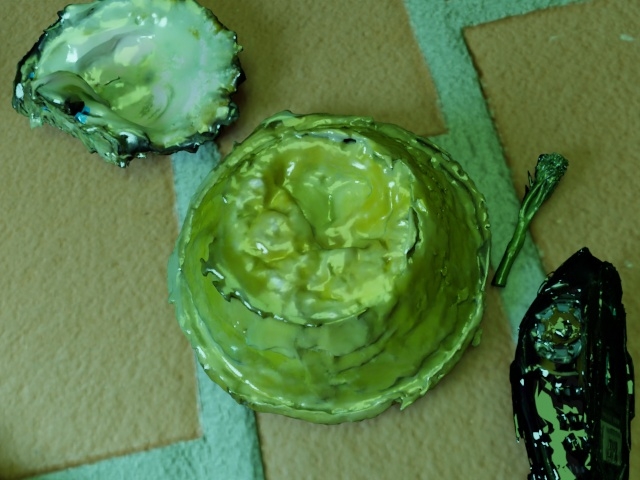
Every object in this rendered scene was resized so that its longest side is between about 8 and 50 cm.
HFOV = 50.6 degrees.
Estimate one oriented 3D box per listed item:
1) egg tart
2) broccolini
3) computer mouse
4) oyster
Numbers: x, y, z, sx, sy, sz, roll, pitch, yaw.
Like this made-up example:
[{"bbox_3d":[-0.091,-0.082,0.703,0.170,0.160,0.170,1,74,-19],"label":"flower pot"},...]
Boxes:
[{"bbox_3d":[0.000,0.000,0.596,0.315,0.120,0.315,-3,67,7],"label":"egg tart"},{"bbox_3d":[0.192,-0.019,0.617,0.030,0.035,0.140,33,75,-23],"label":"broccolini"},{"bbox_3d":[0.188,0.119,0.518,0.077,0.146,0.242,-6,64,37],"label":"computer mouse"},{"bbox_3d":[-0.208,-0.169,0.721,0.259,0.092,0.198,-7,67,-3],"label":"oyster"}]
